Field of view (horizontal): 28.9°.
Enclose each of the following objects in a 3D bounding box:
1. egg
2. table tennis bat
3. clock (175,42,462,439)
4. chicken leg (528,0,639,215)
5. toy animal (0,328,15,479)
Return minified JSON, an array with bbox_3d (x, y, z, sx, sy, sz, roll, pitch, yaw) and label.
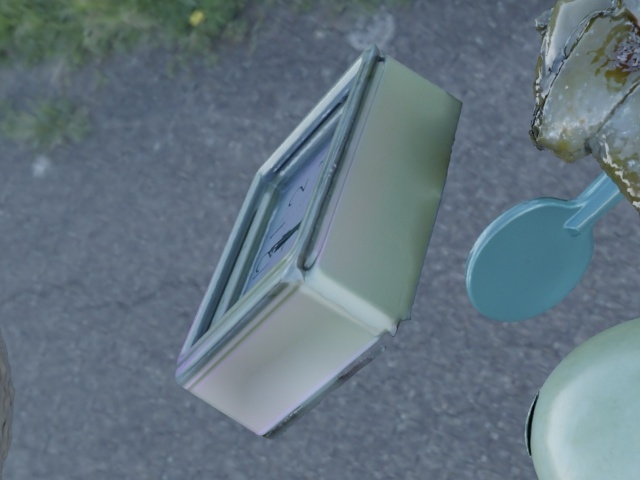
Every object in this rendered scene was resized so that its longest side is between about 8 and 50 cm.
[{"bbox_3d":[0.275,0.145,0.909,0.186,0.253,0.187,-177,90,-80],"label":"egg"},{"bbox_3d":[0.262,-0.005,1.363,0.244,0.153,0.040,-44,37,7],"label":"table tennis bat"},{"bbox_3d":[0.000,0.000,0.708,0.147,0.071,0.192,-44,19,45],"label":"clock"},{"bbox_3d":[0.191,-0.072,0.762,0.125,0.080,0.196,-9,84,29],"label":"chicken leg"},{"bbox_3d":[-0.275,0.110,0.724,0.358,0.188,0.227,-39,63,55],"label":"toy animal"}]
